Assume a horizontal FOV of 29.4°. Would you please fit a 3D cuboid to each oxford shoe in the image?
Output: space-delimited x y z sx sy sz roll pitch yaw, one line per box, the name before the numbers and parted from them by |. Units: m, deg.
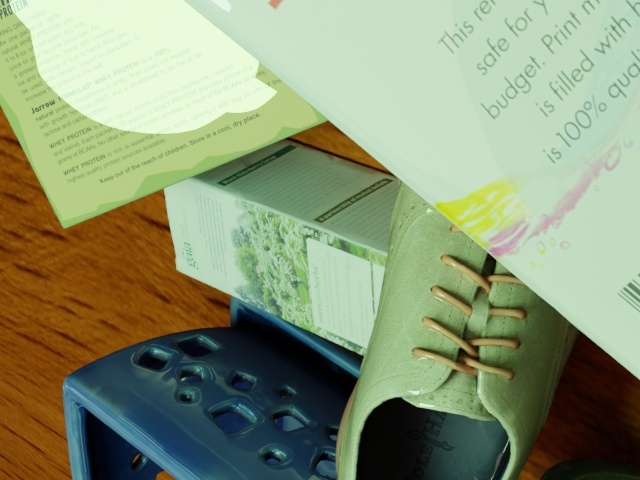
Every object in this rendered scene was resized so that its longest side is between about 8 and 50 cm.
oxford shoe | 0.098 0.031 0.681 0.141 0.146 0.396 12 111 3

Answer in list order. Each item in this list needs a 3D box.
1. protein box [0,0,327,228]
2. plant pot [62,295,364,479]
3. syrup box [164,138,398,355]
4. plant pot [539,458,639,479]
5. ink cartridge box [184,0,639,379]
protein box | -0.104 -0.148 0.785 0.200 0.136 0.201 -21 103 21
plant pot | -0.046 0.194 0.978 0.236 0.212 0.236 29 136 30
syrup box | 0.000 0.000 0.878 0.237 0.096 0.093 22 129 38
plant pot | 0.185 0.260 0.751 0.293 0.293 0.196 27 108 32
ink cartridge box | 0.095 -0.107 0.387 0.353 0.119 0.207 40 115 -3
